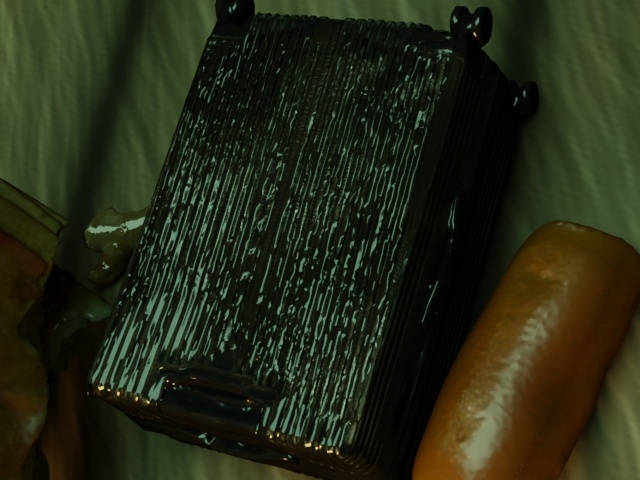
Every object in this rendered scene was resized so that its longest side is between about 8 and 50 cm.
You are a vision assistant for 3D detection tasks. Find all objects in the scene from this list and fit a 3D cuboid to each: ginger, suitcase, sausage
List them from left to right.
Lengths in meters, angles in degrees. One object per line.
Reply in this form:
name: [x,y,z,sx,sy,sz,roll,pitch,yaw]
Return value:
ginger: [-0.167,-0.007,1.081,0.048,0.030,0.097,42,91,5]
suitcase: [0.000,0.000,0.935,0.230,0.152,0.335,9,74,29]
sausage: [0.136,0.092,0.863,0.098,0.098,0.238,21,77,31]

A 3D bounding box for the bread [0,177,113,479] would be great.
bread: [-0.282,0.128,0.921,0.191,0.370,0.314,-30,25,52]
